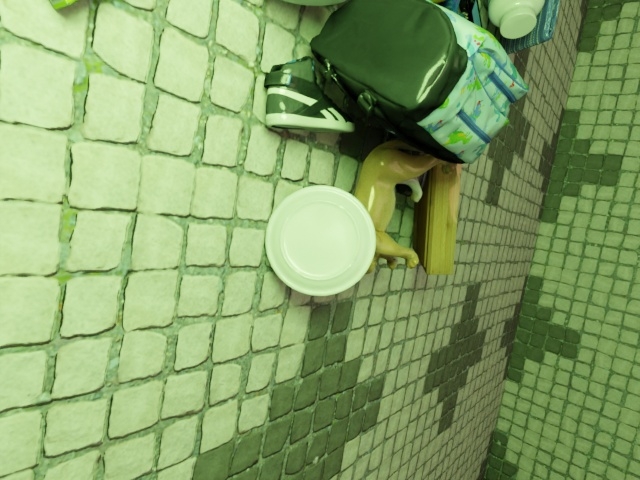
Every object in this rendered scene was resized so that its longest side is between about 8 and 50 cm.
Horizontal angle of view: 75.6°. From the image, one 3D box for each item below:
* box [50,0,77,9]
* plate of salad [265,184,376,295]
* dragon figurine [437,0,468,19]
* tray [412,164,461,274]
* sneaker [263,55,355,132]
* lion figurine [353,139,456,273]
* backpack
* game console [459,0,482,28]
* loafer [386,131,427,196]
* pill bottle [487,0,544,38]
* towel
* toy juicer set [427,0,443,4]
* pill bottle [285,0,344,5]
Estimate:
[{"bbox_3d":[-0.239,-0.342,0.441,0.178,0.042,0.109,-51,136,-29],"label":"box"},{"bbox_3d":[0.000,0.000,0.752,0.048,0.199,0.200,43,63,-86],"label":"plate of salad"},{"bbox_3d":[0.303,-0.603,0.986,0.144,0.085,0.289,33,92,-43],"label":"dragon figurine"},{"bbox_3d":[0.294,-0.140,1.063,0.203,0.076,0.411,-82,171,-71],"label":"tray"},{"bbox_3d":[-0.006,-0.256,0.729,0.217,0.079,0.121,-12,107,-51],"label":"sneaker"},{"bbox_3d":[0.115,-0.072,0.863,0.240,0.142,0.392,22,82,-23],"label":"lion figurine"},{"bbox_3d":[0.204,-0.271,0.732,0.273,0.290,0.355,-47,140,8],"label":"backpack"},{"bbox_3d":[0.423,-0.693,1.159,0.213,0.044,0.361,-60,140,-20],"label":"game console"},{"bbox_3d":[0.189,-0.255,0.970,0.095,0.109,0.303,-3,97,-34],"label":"loafer"},{"bbox_3d":[0.551,-0.715,1.173,0.146,0.146,0.264,22,65,-52],"label":"pill bottle"},{"bbox_3d":[0.643,-0.713,1.265,0.336,0.040,0.243,-88,-178,-74],"label":"towel"},{"bbox_3d":[0.187,-0.448,0.856,0.209,0.089,0.329,13,84,-33],"label":"toy juicer set"},{"bbox_3d":[-0.010,-0.504,0.583,0.162,0.162,0.278,-13,112,-49],"label":"pill bottle"}]
